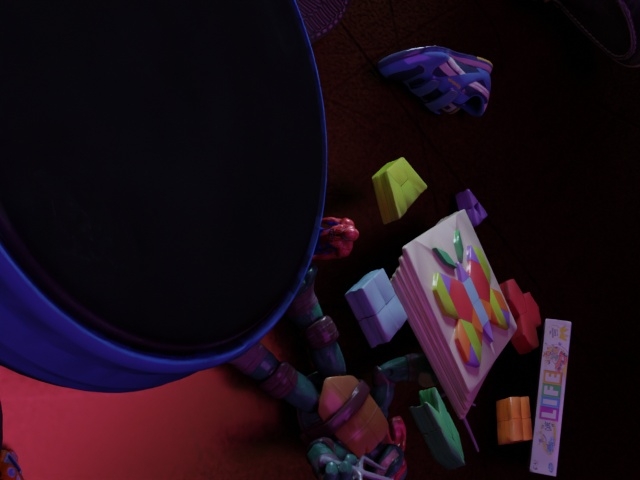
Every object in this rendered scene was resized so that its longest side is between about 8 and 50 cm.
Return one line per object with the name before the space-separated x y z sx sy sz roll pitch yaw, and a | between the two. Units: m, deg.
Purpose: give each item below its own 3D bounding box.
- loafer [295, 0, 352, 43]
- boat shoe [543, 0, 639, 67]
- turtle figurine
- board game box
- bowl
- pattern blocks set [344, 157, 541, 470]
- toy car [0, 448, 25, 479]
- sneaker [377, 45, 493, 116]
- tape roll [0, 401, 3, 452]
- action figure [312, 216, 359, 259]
loafer | 0.007 -0.242 0.709 0.056 0.050 0.148 44 81 -17
boat shoe | 0.276 -0.328 0.855 0.119 0.121 0.335 -38 94 -20
turtle figurine | 0.026 0.145 0.642 0.234 0.118 0.175 48 43 -7
board game box | 0.243 0.167 0.789 0.103 0.026 0.154 46 53 -70
bowl | -0.118 -0.096 0.505 0.391 0.077 0.391 18 69 -56
pattern blocks set | 0.129 0.056 0.677 0.285 0.026 0.325 58 32 -14
toy car | -0.251 0.140 0.513 0.122 0.060 0.041 54 30 -23
sneaker | 0.124 -0.164 0.770 0.144 0.053 0.059 2 86 -30
tape roll | -0.301 0.125 0.420 0.219 0.072 0.219 -4 107 -12
action figure | 0.000 0.000 0.641 0.030 0.115 0.038 16 76 -29
